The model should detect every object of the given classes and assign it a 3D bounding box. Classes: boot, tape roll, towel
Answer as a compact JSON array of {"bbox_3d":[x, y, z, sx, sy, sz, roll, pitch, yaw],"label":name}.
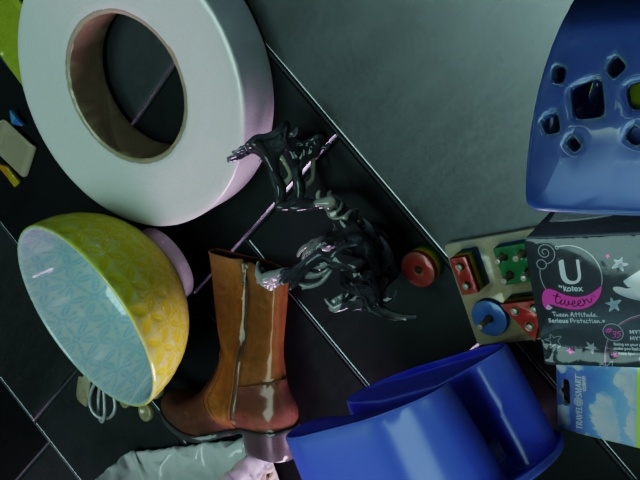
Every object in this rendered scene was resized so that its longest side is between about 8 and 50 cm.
[{"bbox_3d":[-0.142,0.152,1.544,0.264,0.096,0.280,11,112,47],"label":"boot"},{"bbox_3d":[-0.237,-0.211,1.444,0.392,0.072,0.392,15,120,29],"label":"tape roll"},{"bbox_3d":[-0.468,-0.329,1.600,0.237,0.021,0.102,53,132,3],"label":"towel"}]

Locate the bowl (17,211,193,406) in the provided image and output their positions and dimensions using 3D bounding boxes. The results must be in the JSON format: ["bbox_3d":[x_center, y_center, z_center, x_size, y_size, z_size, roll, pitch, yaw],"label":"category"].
[{"bbox_3d":[-0.271,0.070,1.534,0.289,0.156,0.289,31,140,30],"label":"bowl"}]

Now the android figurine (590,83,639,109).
[{"bbox_3d":[0.369,-0.182,1.022,0.273,0.056,0.248,-34,90,40],"label":"android figurine"}]

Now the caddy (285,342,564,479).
[{"bbox_3d":[0.122,0.255,1.289,0.341,0.241,0.179,-26,88,50],"label":"caddy"}]

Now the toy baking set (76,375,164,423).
[{"bbox_3d":[-0.326,0.187,1.705,0.256,0.030,0.197,-10,90,44],"label":"toy baking set"}]

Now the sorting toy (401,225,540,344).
[{"bbox_3d":[0.219,0.059,1.257,0.274,0.046,0.132,-11,105,39],"label":"sorting toy"}]

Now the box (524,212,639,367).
[{"bbox_3d":[0.346,0.026,1.058,0.247,0.163,0.142,-1,110,31],"label":"box"}]

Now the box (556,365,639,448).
[{"bbox_3d":[0.352,0.175,1.215,0.178,0.042,0.109,9,116,34],"label":"box"}]

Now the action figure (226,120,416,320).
[{"bbox_3d":[0.000,0.000,1.323,0.141,0.164,0.276,-35,79,22],"label":"action figure"}]

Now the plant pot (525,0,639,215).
[{"bbox_3d":[0.311,-0.141,0.904,0.236,0.236,0.212,4,105,32],"label":"plant pot"}]

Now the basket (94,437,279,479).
[{"bbox_3d":[-0.229,0.493,1.620,0.331,0.328,0.266,-15,106,40],"label":"basket"}]

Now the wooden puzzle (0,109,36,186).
[{"bbox_3d":[-0.472,-0.142,1.699,0.078,0.014,0.116,44,131,6],"label":"wooden puzzle"}]
